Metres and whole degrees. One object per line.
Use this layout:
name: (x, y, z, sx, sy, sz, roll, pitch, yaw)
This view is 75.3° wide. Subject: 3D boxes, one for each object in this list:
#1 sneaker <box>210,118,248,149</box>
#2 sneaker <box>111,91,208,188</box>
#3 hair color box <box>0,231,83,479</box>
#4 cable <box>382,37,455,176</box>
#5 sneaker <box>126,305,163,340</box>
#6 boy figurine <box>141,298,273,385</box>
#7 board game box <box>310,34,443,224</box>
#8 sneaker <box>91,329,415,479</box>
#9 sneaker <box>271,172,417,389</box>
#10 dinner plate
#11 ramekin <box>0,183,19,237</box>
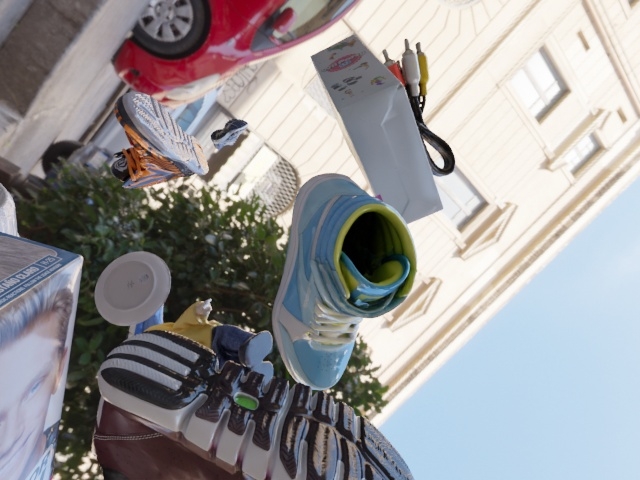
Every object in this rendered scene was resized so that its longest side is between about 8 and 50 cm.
sneaker: (-0.277, -0.324, 1.265, 0.052, 0.058, 0.135, 40, -120, 22)
sneaker: (-0.372, -0.180, 0.867, 0.180, 0.321, 0.124, -19, -102, 2)
hair color box: (-0.318, 0.181, 0.354, 0.174, 0.105, 0.347, -89, -164, -70)
cable: (0.196, -0.262, 0.852, 0.139, 0.287, 0.072, -23, -178, -23)
sneaker: (-0.333, 0.275, 0.905, 0.130, 0.147, 0.330, 154, -72, -72)
boy figurine: (-0.222, 0.192, 0.760, 0.285, 0.092, 0.177, 4, -83, 27)
board game box: (0.086, -0.195, 0.707, 0.097, 0.224, 0.303, -23, -144, 8)
sneaker: (-0.068, 0.203, 0.359, 0.162, 0.281, 0.106, -63, 178, 20)
sneaker: (0.022, 0.084, 0.519, 0.208, 0.127, 0.319, -142, -128, -66)
dinner plate: (-0.343, 0.083, 0.751, 0.017, 0.141, 0.141, 83, 30, -66)
ramekin: (-0.694, -0.040, 0.737, 0.127, 0.273, 0.273, -63, -156, 25)
